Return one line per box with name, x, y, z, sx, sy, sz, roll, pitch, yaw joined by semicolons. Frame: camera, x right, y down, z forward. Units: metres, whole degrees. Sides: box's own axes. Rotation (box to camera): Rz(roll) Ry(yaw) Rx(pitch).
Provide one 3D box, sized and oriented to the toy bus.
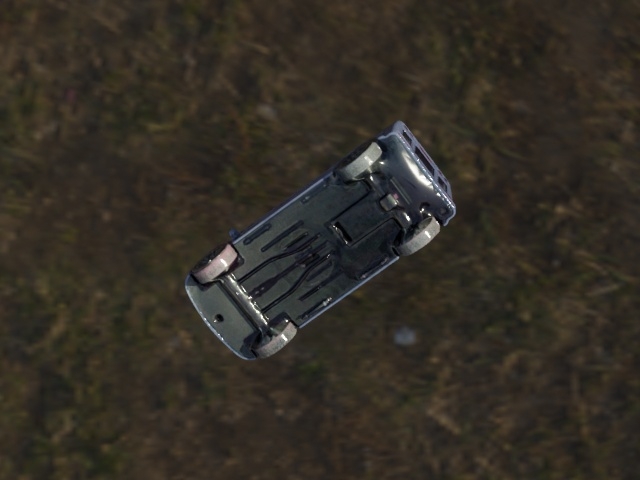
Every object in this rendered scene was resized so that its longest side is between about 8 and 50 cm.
toy bus;0.000;0.000;1.205;0.167;0.076;0.073;-35;102;14
